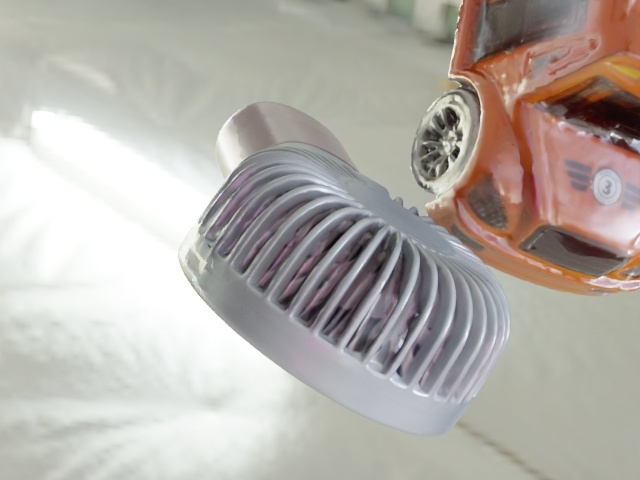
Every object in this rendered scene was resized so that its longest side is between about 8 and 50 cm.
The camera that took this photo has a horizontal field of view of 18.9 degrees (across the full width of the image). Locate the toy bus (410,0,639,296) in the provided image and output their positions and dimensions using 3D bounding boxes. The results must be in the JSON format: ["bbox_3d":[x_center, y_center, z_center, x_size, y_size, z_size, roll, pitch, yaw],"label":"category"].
[{"bbox_3d":[0.159,-0.141,0.995,0.143,0.329,0.153,20,163,-29],"label":"toy bus"}]

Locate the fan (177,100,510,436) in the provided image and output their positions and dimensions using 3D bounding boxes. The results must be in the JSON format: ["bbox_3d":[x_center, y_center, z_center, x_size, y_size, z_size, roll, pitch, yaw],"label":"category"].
[{"bbox_3d":[0.000,0.000,0.808,0.130,0.074,0.244,29,-167,-19],"label":"fan"}]
